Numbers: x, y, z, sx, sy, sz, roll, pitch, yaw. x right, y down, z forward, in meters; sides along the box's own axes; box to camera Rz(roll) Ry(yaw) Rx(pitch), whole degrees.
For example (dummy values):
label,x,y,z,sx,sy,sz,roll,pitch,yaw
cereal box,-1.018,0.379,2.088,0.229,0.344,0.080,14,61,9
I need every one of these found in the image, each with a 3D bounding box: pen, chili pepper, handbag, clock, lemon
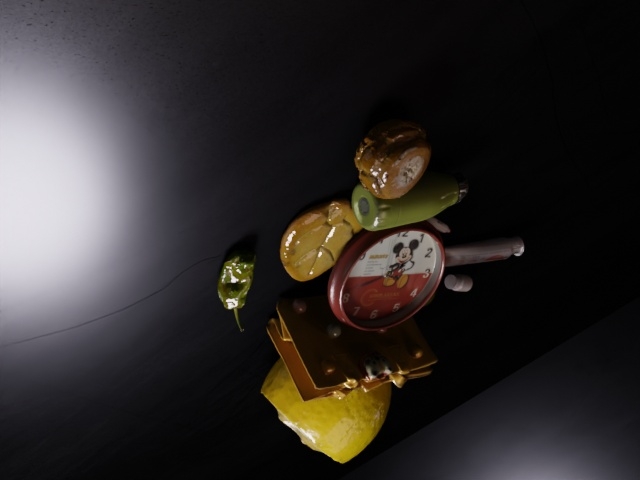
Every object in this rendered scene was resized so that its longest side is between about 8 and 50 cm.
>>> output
label,x,y,z,sx,sy,sz,roll,pitch,yaw
pen,0.276,-0.047,1.595,0.026,0.026,0.218,-40,148,20
chili pepper,-0.187,0.100,1.403,0.072,0.073,0.203,5,128,-17
handbag,0.088,0.256,1.651,0.401,0.283,0.133,-3,138,-34
clock,0.158,0.079,1.546,0.319,0.080,0.318,-15,127,-21
lemon,0.041,0.408,1.801,0.364,0.364,0.364,-20,149,-13

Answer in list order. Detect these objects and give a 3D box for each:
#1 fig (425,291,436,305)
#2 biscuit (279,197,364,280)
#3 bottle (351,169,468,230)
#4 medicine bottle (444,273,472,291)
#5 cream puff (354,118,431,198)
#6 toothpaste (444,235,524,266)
label,x,y,z,sx,sy,sz,roll,pitch,yaw
fig,0.237,0.086,1.711,0.127,0.184,0.133,-13,-162,26
biscuit,0.003,0.004,1.433,0.203,0.041,0.260,-8,140,-34
bottle,0.198,-0.095,1.374,0.260,0.112,0.112,-13,147,-28
medicine bottle,0.415,0.126,1.946,0.089,0.052,0.052,9,134,-46
cream puff,0.131,-0.159,1.219,0.150,0.115,0.165,-3,133,-47
toothpaste,0.423,0.035,1.808,0.323,0.066,0.100,-7,149,-23
